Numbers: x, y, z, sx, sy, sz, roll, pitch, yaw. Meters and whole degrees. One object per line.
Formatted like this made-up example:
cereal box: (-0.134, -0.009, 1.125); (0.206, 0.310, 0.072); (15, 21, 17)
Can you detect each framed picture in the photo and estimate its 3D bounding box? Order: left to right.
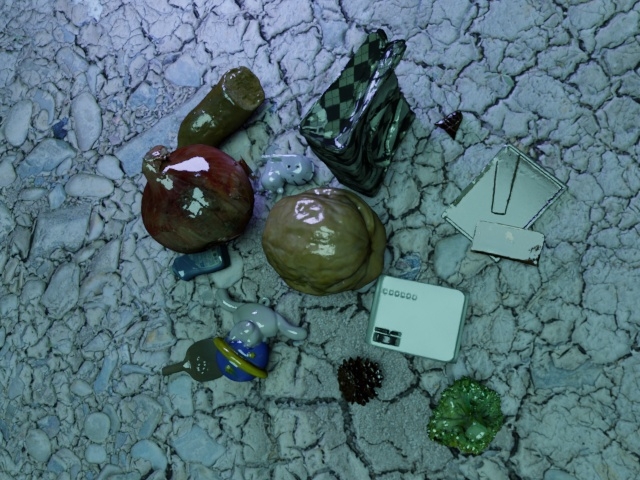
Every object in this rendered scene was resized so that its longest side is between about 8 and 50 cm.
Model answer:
framed picture: (0.502, -0.107, 1.331); (0.209, 0.019, 0.281); (45, 96, 16)

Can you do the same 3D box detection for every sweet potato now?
sweet potato: (-0.337, -0.385, 1.535); (0.370, 0.158, 0.157); (-39, 76, 16)

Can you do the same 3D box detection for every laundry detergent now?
laundry detergent: (-0.394, 0.071, 1.540); (0.206, 0.061, 0.096); (-18, 82, 13)

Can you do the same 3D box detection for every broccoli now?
broccoli: (0.371, 0.453, 1.220); (0.220, 0.194, 0.194); (-29, 77, 5)

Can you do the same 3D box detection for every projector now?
projector: (0.263, 0.211, 1.320); (0.251, 0.108, 0.198); (10, 87, 15)

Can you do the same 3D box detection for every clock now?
clock: (-0.104, -0.198, 1.478); (0.176, 0.080, 0.117); (4, 85, 17)

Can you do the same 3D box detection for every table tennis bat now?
table tennis bat: (-0.395, 0.388, 1.530); (0.234, 0.022, 0.131); (-16, 81, 11)

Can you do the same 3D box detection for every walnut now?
walnut: (0.000, 0.004, 1.314); (0.344, 0.306, 0.306); (15, 88, 40)

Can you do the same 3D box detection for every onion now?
onion: (-0.357, -0.125, 1.435); (0.354, 0.353, 0.353); (-2, 84, 15)

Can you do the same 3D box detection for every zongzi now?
zongzi: (0.362, -0.336, 1.379); (0.074, 0.067, 0.083); (21, 107, 10)

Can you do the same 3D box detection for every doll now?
doll: (-0.237, 0.272, 1.425); (0.311, 0.159, 0.242); (37, 96, 19)

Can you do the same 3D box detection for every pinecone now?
pinecone: (0.112, 0.386, 1.336); (0.121, 0.140, 0.140); (-19, 77, -20)

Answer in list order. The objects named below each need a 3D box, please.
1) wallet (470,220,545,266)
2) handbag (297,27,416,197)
wallet: (0.501, 0.006, 1.296); (0.176, 0.026, 0.095); (12, 95, 19)
handbag: (0.126, -0.311, 1.251); (0.180, 0.416, 0.316); (31, 91, 18)
